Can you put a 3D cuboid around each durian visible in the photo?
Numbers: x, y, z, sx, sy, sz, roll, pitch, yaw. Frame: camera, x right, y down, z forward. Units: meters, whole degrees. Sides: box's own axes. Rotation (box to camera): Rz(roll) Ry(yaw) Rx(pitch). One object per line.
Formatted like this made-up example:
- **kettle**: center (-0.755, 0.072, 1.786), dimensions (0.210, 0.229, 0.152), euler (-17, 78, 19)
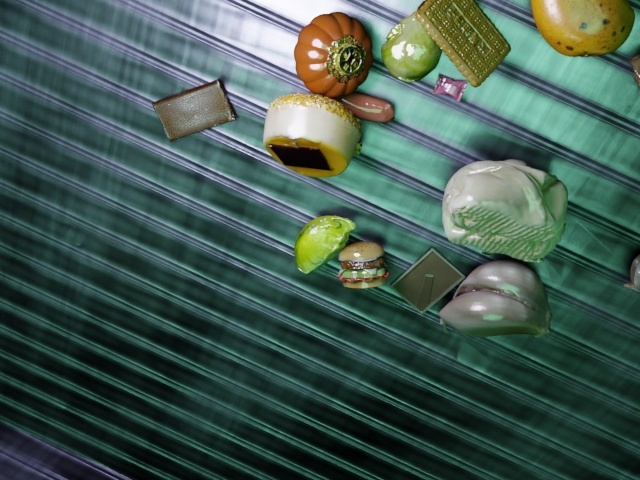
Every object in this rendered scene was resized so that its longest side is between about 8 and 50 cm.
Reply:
- **durian**: center (0.000, 0.000, 1.820), dimensions (0.139, 0.101, 0.250), euler (36, 116, -4)

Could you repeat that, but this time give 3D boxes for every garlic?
- **garlic**: center (0.519, 0.182, 1.770), dimensions (0.340, 0.231, 0.246), euler (-6, 159, 33)
- **garlic**: center (0.968, 0.073, 1.628), dimensions (0.131, 0.127, 0.194), euler (26, 99, 4)

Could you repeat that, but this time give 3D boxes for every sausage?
- **sausage**: center (0.119, -0.381, 1.626), dimensions (0.194, 0.077, 0.077), euler (14, 117, 5)

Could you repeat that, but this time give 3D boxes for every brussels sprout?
- **brussels sprout**: center (0.253, -0.507, 1.508), dimensions (0.183, 0.131, 0.145), euler (-45, 76, 26)

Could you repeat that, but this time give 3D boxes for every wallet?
- **wallet**: center (-0.388, -0.401, 1.758), dimensions (0.243, 0.039, 0.133), euler (-14, 117, 19)

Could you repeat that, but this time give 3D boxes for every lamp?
- **lamp**: center (0.035, -0.493, 1.524), dimensions (0.223, 0.196, 0.223), euler (-11, 117, -23)

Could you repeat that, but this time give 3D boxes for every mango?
- **mango**: center (0.615, -0.569, 1.377), dimensions (0.191, 0.160, 0.290), euler (-31, 101, 33)

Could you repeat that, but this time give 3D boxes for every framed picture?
- **framed picture**: center (0.346, 0.133, 1.852), dimensions (0.150, 0.015, 0.203), euler (40, 117, -7)

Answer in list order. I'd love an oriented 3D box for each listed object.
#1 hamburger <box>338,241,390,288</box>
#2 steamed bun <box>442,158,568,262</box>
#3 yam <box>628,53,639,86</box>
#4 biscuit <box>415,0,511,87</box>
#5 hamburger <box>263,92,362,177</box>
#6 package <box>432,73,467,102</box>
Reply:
- **hamburger**: center (0.135, 0.072, 1.793), dimensions (0.175, 0.175, 0.137), euler (-3, 100, 15)
- **steamed bun**: center (0.511, -0.109, 1.575), dimensions (0.346, 0.237, 0.394), euler (-6, 151, 44)
- **yam**: center (0.893, -0.437, 1.386), dimensions (0.238, 0.129, 0.128), euler (-23, 107, 21)
- **biscuit**: center (0.369, -0.536, 1.457), dimensions (0.254, 0.029, 0.172), euler (45, 73, -11)
- **hamburger**: center (-0.022, -0.302, 1.597), dimensions (0.276, 0.294, 0.179), euler (7, 72, 24)
- **package**: center (0.357, -0.422, 1.577), dimensions (0.083, 0.029, 0.059), euler (22, 115, 12)
